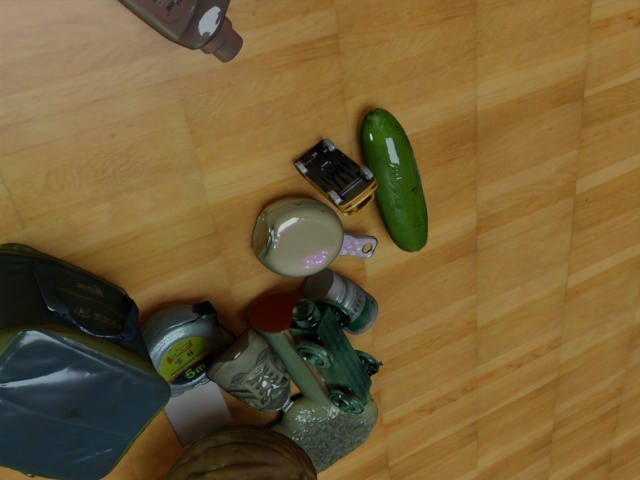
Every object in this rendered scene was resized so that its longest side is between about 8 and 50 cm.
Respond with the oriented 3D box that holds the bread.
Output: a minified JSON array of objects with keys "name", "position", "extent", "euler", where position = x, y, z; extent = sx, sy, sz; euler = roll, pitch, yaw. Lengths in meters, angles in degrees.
[{"name":"bread","position":[-0.016,0.384,1.310],"extent":[0.286,0.056,0.207],"euler":[-34,130,-10]}]

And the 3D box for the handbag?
[{"name":"handbag","position":[-0.351,0.156,0.866],"extent":[0.263,0.241,0.222],"euler":[29,100,-39]}]

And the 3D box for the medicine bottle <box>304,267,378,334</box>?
[{"name":"medicine bottle","position":[0.036,0.105,1.160],"extent":[0.080,0.080,0.130],"euler":[-49,130,3]}]

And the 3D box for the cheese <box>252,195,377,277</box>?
[{"name":"cheese","position":[0.000,0.000,1.090],"extent":[0.227,0.064,0.137],"euler":[8,116,-32]}]

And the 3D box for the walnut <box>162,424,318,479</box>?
[{"name":"walnut","position":[-0.146,0.474,1.121],"extent":[0.333,0.333,0.333],"euler":[-14,123,-23]}]

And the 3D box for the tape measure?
[{"name":"tape measure","position":[-0.286,0.223,1.035],"extent":[0.330,0.084,0.164],"euler":[-37,127,-12]}]

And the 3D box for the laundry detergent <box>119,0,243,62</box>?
[{"name":"laundry detergent","position":[-0.164,-0.334,0.796],"extent":[0.237,0.076,0.171],"euler":[34,96,-39]}]

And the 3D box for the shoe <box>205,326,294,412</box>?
[{"name":"shoe","position":[-0.102,0.218,1.065],"extent":[0.103,0.098,0.275],"euler":[-49,160,-12]}]

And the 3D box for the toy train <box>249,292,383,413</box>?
[{"name":"toy train","position":[-0.010,0.197,1.140],"extent":[0.116,0.177,0.285],"euler":[-64,143,-32]}]

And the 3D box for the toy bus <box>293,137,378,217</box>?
[{"name":"toy bus","position":[0.027,-0.088,0.992],"extent":[0.069,0.162,0.074],"euler":[-38,132,-5]}]

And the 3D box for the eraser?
[{"name":"eraser","position":[-0.219,0.285,1.154],"extent":[0.104,0.023,0.150],"euler":[-25,127,-15]}]

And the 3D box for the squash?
[{"name":"squash","position":[0.128,-0.086,1.102],"extent":[0.082,0.082,0.292],"euler":[-30,128,-12]}]
